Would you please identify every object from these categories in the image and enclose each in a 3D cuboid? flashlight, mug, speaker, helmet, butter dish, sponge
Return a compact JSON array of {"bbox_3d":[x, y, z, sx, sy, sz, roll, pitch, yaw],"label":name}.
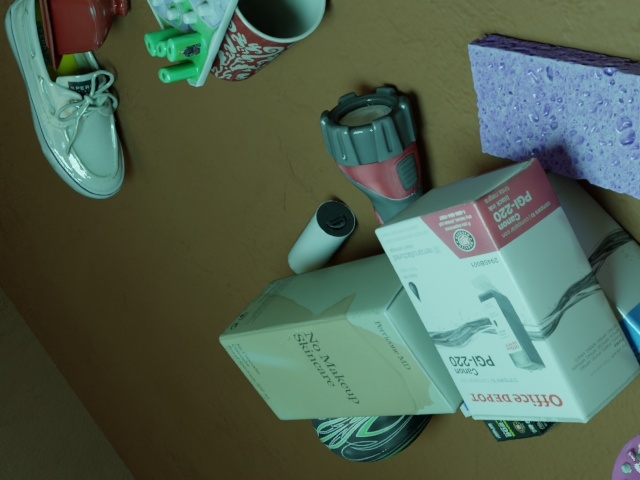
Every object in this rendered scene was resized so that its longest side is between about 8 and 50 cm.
[{"bbox_3d":[0.083,-0.020,1.059,0.103,0.103,0.304,-86,-17,-56],"label":"flashlight"},{"bbox_3d":[-0.082,-0.271,1.064,0.169,0.113,0.150,-23,77,65],"label":"mug"},{"bbox_3d":[0.000,0.000,1.238,0.055,0.055,0.136,51,151,9],"label":"speaker"},{"bbox_3d":[0.068,0.217,1.238,0.169,0.161,0.169,37,145,32],"label":"helmet"},{"bbox_3d":[-0.343,-0.352,1.358,0.160,0.118,0.160,100,172,-48],"label":"butter dish"},{"bbox_3d":[0.225,-0.112,0.821,0.210,0.031,0.117,24,137,44],"label":"sponge"}]

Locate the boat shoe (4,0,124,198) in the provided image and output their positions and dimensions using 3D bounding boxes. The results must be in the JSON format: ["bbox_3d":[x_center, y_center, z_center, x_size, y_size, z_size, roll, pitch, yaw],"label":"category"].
[{"bbox_3d":[-0.405,-0.250,1.542,0.156,0.135,0.367,-7,103,54],"label":"boat shoe"}]

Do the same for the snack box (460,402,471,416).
[{"bbox_3d":[0.219,0.146,1.030,0.178,0.022,0.064,-29,94,40],"label":"snack box"}]

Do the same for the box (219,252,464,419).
[{"bbox_3d":[0.038,0.112,1.051,0.311,0.121,0.148,-18,113,51],"label":"box"}]

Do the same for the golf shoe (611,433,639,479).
[{"bbox_3d":[0.425,0.240,0.813,0.306,0.115,0.140,11,170,34],"label":"golf shoe"}]

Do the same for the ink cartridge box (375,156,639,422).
[{"bbox_3d":[0.168,0.053,0.841,0.218,0.092,0.158,60,150,-8],"label":"ink cartridge box"}]

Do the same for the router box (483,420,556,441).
[{"bbox_3d":[0.217,0.180,1.106,0.122,0.038,0.092,57,151,1],"label":"router box"}]

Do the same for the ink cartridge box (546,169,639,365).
[{"bbox_3d":[0.244,0.044,0.893,0.191,0.082,0.140,51,150,14],"label":"ink cartridge box"}]

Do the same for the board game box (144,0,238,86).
[{"bbox_3d":[-0.180,-0.420,0.960,0.390,0.050,0.390,62,149,16],"label":"board game box"}]
